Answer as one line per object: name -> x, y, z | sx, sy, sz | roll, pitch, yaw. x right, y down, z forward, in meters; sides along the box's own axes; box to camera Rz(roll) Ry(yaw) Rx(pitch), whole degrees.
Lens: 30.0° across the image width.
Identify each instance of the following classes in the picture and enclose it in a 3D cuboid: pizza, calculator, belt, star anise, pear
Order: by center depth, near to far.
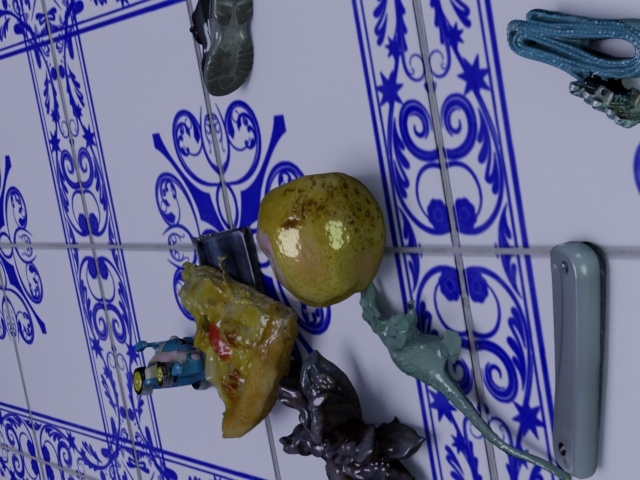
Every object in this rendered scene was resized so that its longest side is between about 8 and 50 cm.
belt -> 0.260, -0.178, 1.184 | 0.179, 0.065, 0.100 | 26, 115, 49
pear -> 0.000, 0.000, 1.512 | 0.178, 0.178, 0.178 | 24, 121, 48
star anise -> 0.029, 0.271, 1.613 | 0.283, 0.129, 0.212 | 48, 145, 30
pizza -> -0.149, 0.142, 1.804 | 0.287, 0.075, 0.280 | 47, 134, 36
calculator -> -0.125, 0.112, 1.849 | 0.161, 0.021, 0.261 | -10, 95, 54

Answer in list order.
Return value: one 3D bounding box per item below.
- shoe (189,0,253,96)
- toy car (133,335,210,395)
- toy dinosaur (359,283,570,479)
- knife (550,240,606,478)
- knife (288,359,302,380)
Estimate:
shoe -> -0.149, -0.293, 1.693 | 0.099, 0.071, 0.169 | 31, 123, 48
toy car -> -0.230, 0.191, 1.930 | 0.161, 0.126, 0.098 | -36, 62, 59
toy dinosaur -> 0.142, 0.149, 1.437 | 0.383, 0.076, 0.129 | 48, 170, 41
knife -> 0.275, 0.128, 1.296 | 0.073, 0.040, 0.265 | 25, 123, 60
knife -> 0.021, 0.258, 1.707 | 0.230, 0.028, 0.060 | 54, 128, 24
